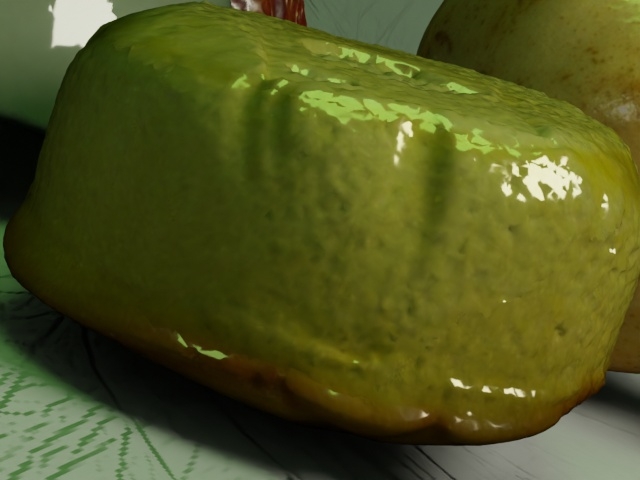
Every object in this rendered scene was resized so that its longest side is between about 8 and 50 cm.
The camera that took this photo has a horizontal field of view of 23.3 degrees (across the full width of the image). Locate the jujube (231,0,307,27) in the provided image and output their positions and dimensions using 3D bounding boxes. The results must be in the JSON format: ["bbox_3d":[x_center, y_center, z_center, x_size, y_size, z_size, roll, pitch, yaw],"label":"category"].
[{"bbox_3d":[-0.121,-0.185,1.254,0.213,0.213,0.232,23,12,18],"label":"jujube"}]

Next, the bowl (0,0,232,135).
[{"bbox_3d":[-0.199,-0.171,0.896,0.353,0.185,0.354,19,1,0],"label":"bowl"}]

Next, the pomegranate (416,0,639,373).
[{"bbox_3d":[0.165,-0.055,0.834,0.264,0.264,0.264,19,10,-3],"label":"pomegranate"}]

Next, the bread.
[{"bbox_3d":[0.005,-0.008,0.651,0.269,0.148,0.270,15,11,-3],"label":"bread"}]
